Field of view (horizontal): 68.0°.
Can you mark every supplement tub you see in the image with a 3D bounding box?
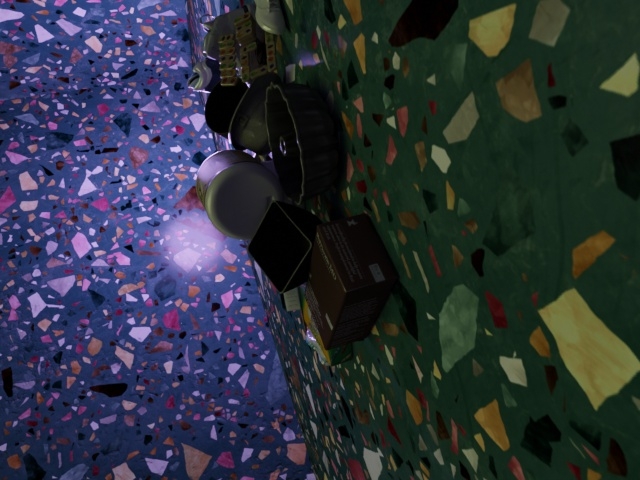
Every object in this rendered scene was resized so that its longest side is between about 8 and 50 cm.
[{"bbox_3d":[-0.257,-0.153,1.456,0.316,0.229,0.228,-136,35,-61],"label":"supplement tub"}]

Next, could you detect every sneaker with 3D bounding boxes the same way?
[{"bbox_3d":[-0.291,-0.613,1.652,0.137,0.210,0.365,-135,34,-61],"label":"sneaker"},{"bbox_3d":[-0.513,-0.742,2.253,0.323,0.237,0.130,123,130,-69],"label":"sneaker"},{"bbox_3d":[0.003,0.388,1.823,0.191,0.072,0.082,42,138,49],"label":"sneaker"},{"bbox_3d":[-0.146,-0.686,1.353,0.094,0.080,0.212,-54,50,55],"label":"sneaker"}]

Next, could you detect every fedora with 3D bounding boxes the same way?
[{"bbox_3d":[-0.168,-0.379,1.508,0.124,0.275,0.244,38,-163,11],"label":"fedora"}]

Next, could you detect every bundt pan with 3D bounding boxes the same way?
[{"bbox_3d":[-0.045,-0.264,1.276,0.331,0.124,0.330,166,90,-75],"label":"bundt pan"}]

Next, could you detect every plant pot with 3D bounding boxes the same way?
[{"bbox_3d":[-0.064,0.013,1.343,0.188,0.167,0.187,48,122,27],"label":"plant pot"}]

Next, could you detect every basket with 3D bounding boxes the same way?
[{"bbox_3d":[-0.279,-0.419,1.643,0.227,0.154,0.204,42,-120,-74],"label":"basket"}]

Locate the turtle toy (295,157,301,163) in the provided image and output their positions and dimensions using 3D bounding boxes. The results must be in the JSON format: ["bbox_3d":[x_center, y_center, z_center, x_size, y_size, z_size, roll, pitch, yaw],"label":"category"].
[{"bbox_3d":[-0.063,-0.230,1.458,0.066,0.095,0.130,50,-158,-76],"label":"turtle toy"}]

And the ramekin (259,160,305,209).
[{"bbox_3d":[-0.157,-0.163,1.732,0.277,0.135,0.277,166,90,-74],"label":"ramekin"}]

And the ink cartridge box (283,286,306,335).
[{"bbox_3d":[-0.101,0.211,1.877,0.275,0.060,0.238,-95,-3,-72],"label":"ink cartridge box"}]

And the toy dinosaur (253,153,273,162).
[{"bbox_3d":[-0.231,-0.286,1.912,0.160,0.121,0.313,42,150,40],"label":"toy dinosaur"}]

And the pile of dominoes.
[{"bbox_3d":[-0.234,-0.587,1.447,0.040,0.196,0.251,46,-149,-57],"label":"pile of dominoes"}]

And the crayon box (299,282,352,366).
[{"bbox_3d":[0.015,0.273,1.627,0.278,0.081,0.165,-130,29,-57],"label":"crayon box"}]

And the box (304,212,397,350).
[{"bbox_3d":[0.062,0.123,1.233,0.381,0.143,0.191,103,149,-55],"label":"box"}]
